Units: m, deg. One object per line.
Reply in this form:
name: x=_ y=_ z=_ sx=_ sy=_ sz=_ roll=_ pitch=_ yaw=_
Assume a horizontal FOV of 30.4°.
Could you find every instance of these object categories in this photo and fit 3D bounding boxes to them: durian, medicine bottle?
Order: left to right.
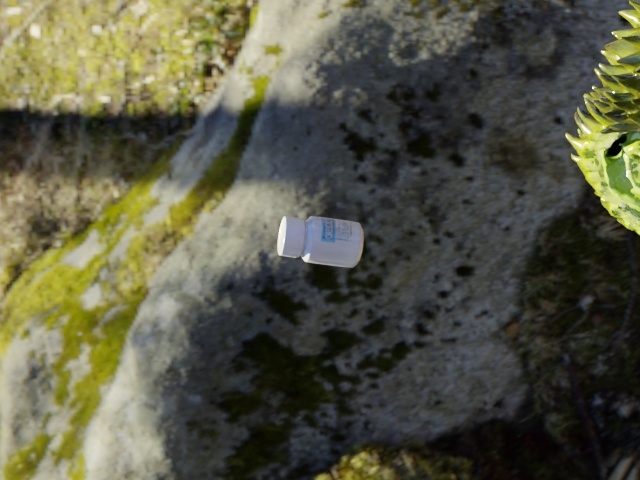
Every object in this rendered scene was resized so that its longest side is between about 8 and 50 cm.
medicine bottle: x=0.000 y=0.000 z=1.307 sx=0.089 sy=0.052 sz=0.052 roll=7 pitch=105 yaw=-10
durian: x=0.284 y=-0.070 z=0.858 sx=0.157 sy=0.355 sz=0.169 roll=-40 pitch=53 yaw=4
